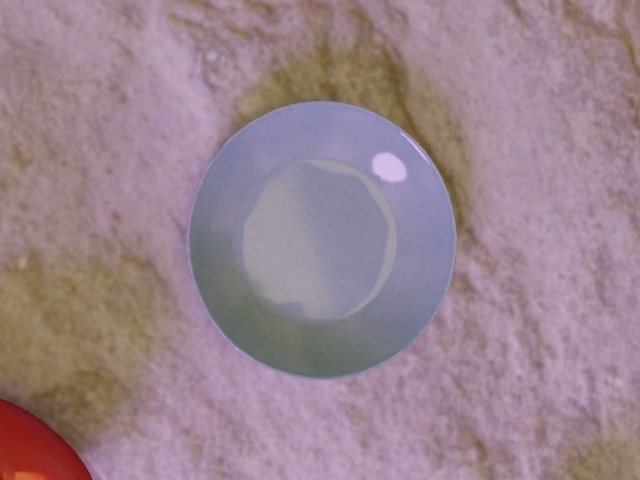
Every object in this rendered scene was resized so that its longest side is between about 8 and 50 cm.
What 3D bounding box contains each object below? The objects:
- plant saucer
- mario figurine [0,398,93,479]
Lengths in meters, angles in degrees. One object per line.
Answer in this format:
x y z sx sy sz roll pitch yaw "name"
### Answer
0.000 0.000 0.745 0.195 0.037 0.195 0 91 -14 "plant saucer"
-0.287 0.182 0.594 0.321 0.198 0.170 -6 79 -11 "mario figurine"
